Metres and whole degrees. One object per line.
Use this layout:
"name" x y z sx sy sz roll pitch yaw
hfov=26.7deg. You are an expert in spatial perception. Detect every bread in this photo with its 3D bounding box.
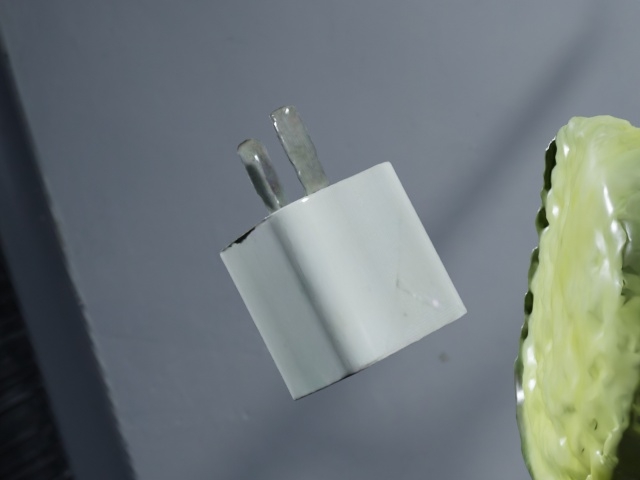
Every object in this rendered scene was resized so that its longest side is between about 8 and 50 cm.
"bread" 0.116 0.026 0.354 0.114 0.111 0.129 4 110 -1

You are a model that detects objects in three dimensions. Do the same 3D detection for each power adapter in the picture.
"power adapter" 0.000 0.000 1.037 0.130 0.125 0.205 -31 85 58
